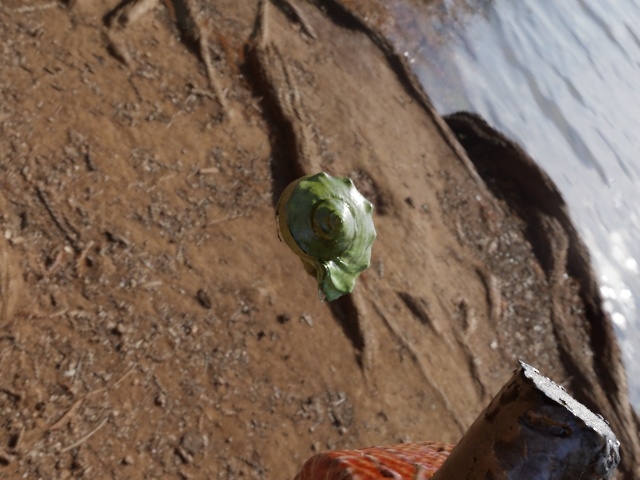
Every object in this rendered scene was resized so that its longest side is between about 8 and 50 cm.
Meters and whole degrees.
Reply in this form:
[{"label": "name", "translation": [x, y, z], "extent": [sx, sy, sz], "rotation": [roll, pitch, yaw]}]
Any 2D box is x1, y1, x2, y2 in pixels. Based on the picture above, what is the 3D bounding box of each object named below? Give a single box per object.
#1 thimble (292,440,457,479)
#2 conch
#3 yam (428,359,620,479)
[{"label": "thimble", "translation": [0.088, 0.425, 0.992], "extent": [0.231, 0.350, 0.350], "rotation": [4, 54, -20]}, {"label": "conch", "translation": [0.000, 0.000, 0.551], "extent": [0.074, 0.121, 0.089], "rotation": [1, 82, -14]}, {"label": "yam", "translation": [0.101, 0.144, 0.444], "extent": [0.079, 0.141, 0.079], "rotation": [39, 4, -3]}]
